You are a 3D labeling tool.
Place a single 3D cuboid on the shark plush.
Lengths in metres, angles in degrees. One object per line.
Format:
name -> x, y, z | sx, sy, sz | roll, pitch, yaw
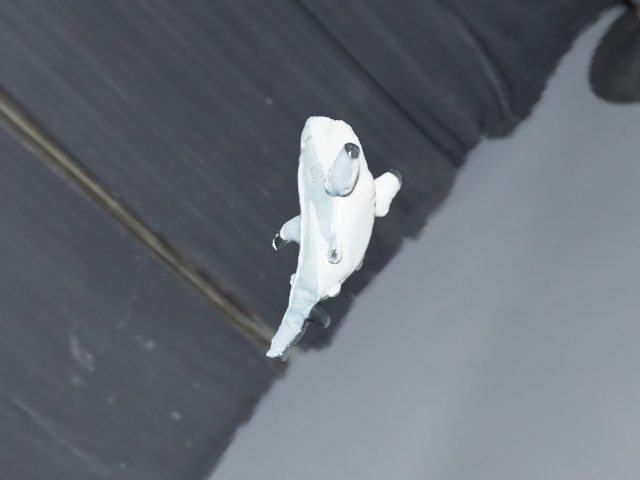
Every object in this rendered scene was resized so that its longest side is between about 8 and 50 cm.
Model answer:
shark plush -> 0.000, 0.000, 0.938 | 0.067, 0.073, 0.161 | 13, 95, 31
